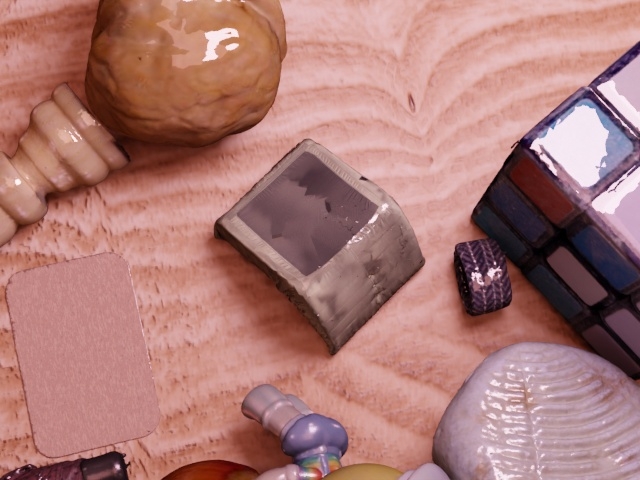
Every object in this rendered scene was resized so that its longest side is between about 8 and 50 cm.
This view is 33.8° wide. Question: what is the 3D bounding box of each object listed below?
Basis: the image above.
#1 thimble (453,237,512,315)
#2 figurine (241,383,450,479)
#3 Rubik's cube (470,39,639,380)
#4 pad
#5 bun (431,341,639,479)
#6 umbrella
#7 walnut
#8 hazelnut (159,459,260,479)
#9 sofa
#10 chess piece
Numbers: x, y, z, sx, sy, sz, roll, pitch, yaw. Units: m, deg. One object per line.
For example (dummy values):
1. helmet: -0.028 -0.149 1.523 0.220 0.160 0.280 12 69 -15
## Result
1. thimble: 0.227 0.051 1.484 0.066 0.095 0.104 -11 94 -4
2. figurine: 0.026 0.301 1.292 0.205 0.224 0.382 -50 60 5
3. Rubik's cube: 0.455 -0.058 1.395 0.358 0.362 0.363 -38 85 -13
4. pad: -0.331 0.156 1.466 0.176 0.002 0.266 -13 80 -7
5. bun: 0.310 0.297 1.377 0.354 0.194 0.355 10 49 -11
6. umbrella: -0.405 0.350 1.379 0.326 0.094 0.090 -16 36 -6
7. walnut: -0.179 -0.269 1.435 0.285 0.285 0.296 -5 52 -5
8. hazelnut: -0.150 0.392 1.353 0.186 0.210 0.210 30 77 -21
9. sofa: 0.000 0.000 1.487 0.210 0.176 0.225 -46 56 -12
10. chess piece: -0.403 -0.085 1.451 0.261 0.143 0.143 -41 84 -7
